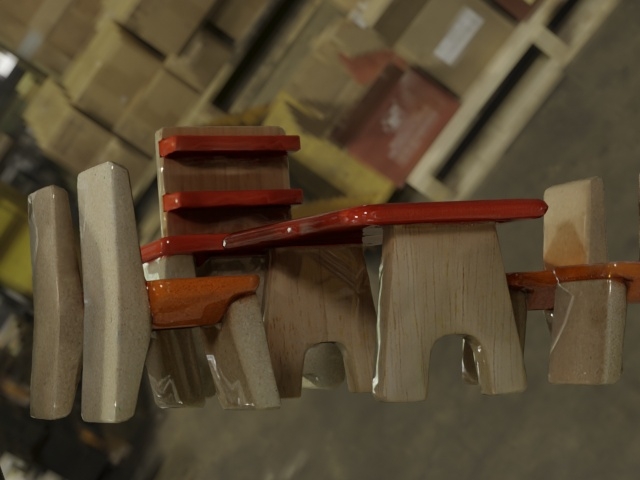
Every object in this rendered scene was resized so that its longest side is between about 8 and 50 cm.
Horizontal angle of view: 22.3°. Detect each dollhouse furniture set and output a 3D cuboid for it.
[{"bbox_3d":[0.000,0.000,0.706,0.259,0.262,0.135,169,98,-66],"label":"dollhouse furniture set"}]

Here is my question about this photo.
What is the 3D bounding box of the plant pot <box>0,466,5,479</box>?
[{"bbox_3d":[-0.248,0.038,0.696,0.187,0.188,0.167,-150,50,-71],"label":"plant pot"}]
